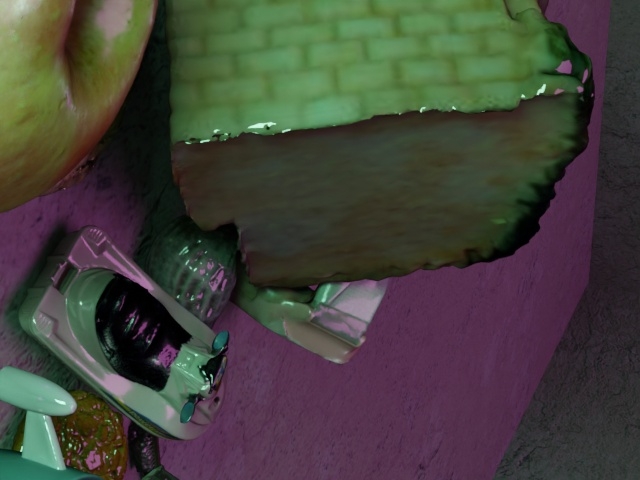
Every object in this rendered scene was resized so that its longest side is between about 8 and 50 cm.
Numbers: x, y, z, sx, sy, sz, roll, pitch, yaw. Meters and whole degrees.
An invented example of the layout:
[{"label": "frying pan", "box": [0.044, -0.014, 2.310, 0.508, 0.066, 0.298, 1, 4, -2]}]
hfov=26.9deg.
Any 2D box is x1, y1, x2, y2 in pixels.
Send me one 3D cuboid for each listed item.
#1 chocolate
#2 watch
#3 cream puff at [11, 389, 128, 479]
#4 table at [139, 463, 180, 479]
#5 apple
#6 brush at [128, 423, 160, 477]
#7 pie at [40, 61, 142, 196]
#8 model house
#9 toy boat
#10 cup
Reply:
[{"label": "chocolate", "box": [-0.162, 0.084, 1.513, 0.110, 0.110, 0.248, 23, 82, -68]}, {"label": "watch", "box": [0.000, 0.000, 1.663, 0.162, 0.253, 0.241, 32, 90, -37]}, {"label": "cream puff", "box": [-0.253, 0.224, 1.377, 0.126, 0.103, 0.144, 8, 91, -67]}, {"label": "table", "box": [-0.168, 0.474, 1.401, 0.222, 0.272, 0.335, -35, 152, -59]}, {"label": "apple", "box": [-0.266, -0.171, 0.889, 0.319, 0.277, 0.319, 18, 90, -78]}, {"label": "brush", "box": [-0.208, 0.289, 1.620, 0.027, 0.034, 0.190, -38, 138, -42]}, {"label": "pie", "box": [-0.237, -0.194, 1.188, 0.339, 0.077, 0.339, -46, 143, -51]}, {"label": "model house", "box": [0.040, -0.207, 1.394, 0.445, 0.395, 0.400, 80, 0, -69]}, {"label": "toy boat", "box": [-0.175, 0.106, 1.371, 0.269, 0.141, 0.141, 41, 60, -26]}, {"label": "cup", "box": [-0.298, 0.260, 1.201, 0.167, 0.173, 0.299, 2, 101, -67]}]
